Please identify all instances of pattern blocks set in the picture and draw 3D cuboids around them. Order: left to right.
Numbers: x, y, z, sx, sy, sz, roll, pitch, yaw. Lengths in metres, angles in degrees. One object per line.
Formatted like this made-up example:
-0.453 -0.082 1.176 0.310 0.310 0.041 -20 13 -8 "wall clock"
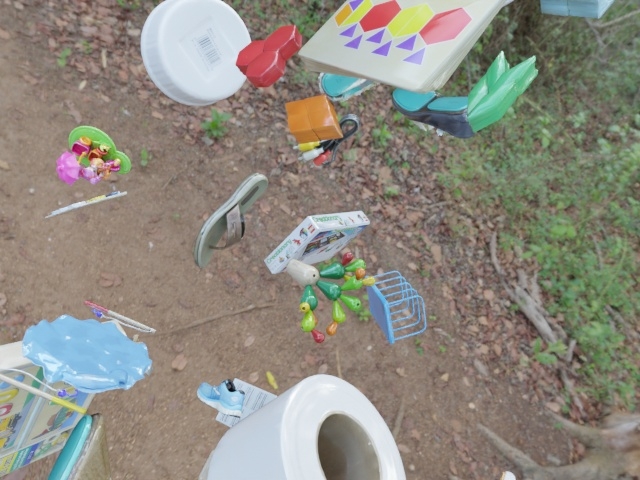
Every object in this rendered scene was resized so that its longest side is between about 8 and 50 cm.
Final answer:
0.072 -0.199 0.413 0.325 0.285 0.026 49 1 43 "pattern blocks set"

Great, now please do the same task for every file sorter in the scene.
0.198 0.169 1.189 0.104 0.118 0.170 -15 22 -6 "file sorter"

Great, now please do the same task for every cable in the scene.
0.039 -0.328 1.546 0.139 0.287 0.072 43 54 -26 "cable"

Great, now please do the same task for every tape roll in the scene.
-0.015 0.343 0.646 0.246 0.169 0.246 36 30 -25 "tape roll"

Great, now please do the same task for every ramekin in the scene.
-0.315 -0.497 1.174 0.277 0.278 0.135 1 14 -33 "ramekin"

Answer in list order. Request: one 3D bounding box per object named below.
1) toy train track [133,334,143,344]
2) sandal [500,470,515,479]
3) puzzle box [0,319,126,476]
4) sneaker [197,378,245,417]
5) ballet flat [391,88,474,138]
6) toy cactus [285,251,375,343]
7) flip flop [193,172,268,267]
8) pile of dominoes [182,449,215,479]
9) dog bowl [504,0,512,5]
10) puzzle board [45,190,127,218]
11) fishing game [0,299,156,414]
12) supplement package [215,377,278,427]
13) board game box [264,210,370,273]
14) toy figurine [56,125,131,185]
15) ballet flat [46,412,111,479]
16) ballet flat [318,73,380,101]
-0.496 0.287 1.169 0.048 0.014 0.083 16 88 -54 "toy train track"
0.216 0.412 0.617 0.076 0.102 0.265 11 13 26 "sandal"
-0.587 0.337 0.886 0.052 0.409 0.272 45 26 22 "puzzle box"
-0.235 0.372 1.084 0.063 0.162 0.073 38 66 -44 "sneaker"
0.190 -0.213 0.754 0.074 0.074 0.203 6 20 -30 "ballet flat"
0.004 0.095 0.945 0.180 0.112 0.219 30 65 20 "toy cactus"
-0.210 -0.044 1.095 0.080 0.112 0.277 37 77 9 "flip flop"
-0.178 0.522 0.770 0.251 0.040 0.196 31 66 36 "pile of dominoes"
0.238 -0.515 0.668 0.348 0.349 0.102 5 27 -31 "dog bowl"
-0.426 -0.066 0.808 0.096 0.128 0.011 -29 106 -50 "puzzle board"
-0.357 0.179 0.693 0.189 0.041 0.264 25 11 -9 "fishing game"
-0.198 0.591 1.507 0.194 0.203 0.149 48 59 -44 "supplement package"
0.000 0.000 1.275 0.053 0.193 0.305 55 28 15 "board game box"
-0.612 -0.196 1.176 0.173 0.130 0.159 32 34 -20 "toy figurine"
-0.341 0.410 0.573 0.124 0.116 0.343 36 51 -22 "ballet flat"
0.107 -0.324 0.787 0.091 0.240 0.077 66 19 -12 "ballet flat"
